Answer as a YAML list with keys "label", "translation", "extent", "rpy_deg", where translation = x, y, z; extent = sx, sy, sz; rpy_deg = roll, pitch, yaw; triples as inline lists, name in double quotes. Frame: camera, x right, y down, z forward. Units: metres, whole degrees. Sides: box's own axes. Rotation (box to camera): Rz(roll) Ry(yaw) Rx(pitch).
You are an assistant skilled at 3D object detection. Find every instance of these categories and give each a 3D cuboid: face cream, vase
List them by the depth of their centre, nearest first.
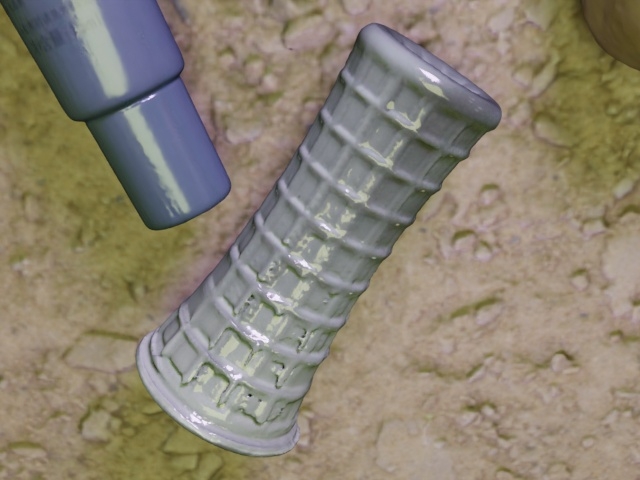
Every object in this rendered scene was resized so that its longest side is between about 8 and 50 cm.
- label: "face cream"
  translation: [-0.170, -0.186, 0.565]
  extent: [0.135, 0.086, 0.385]
  rpy_deg: [-17, 111, 23]
- label: "vase"
  translation: [0.000, 0.000, 0.633]
  extent: [0.143, 0.143, 0.299]
  rpy_deg: [29, 109, -15]

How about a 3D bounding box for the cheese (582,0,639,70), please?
- label: "cheese"
  translation: [0.266, -0.200, 0.556]
  extent: [0.235, 0.117, 0.218]
  rpy_deg: [27, 114, -10]
